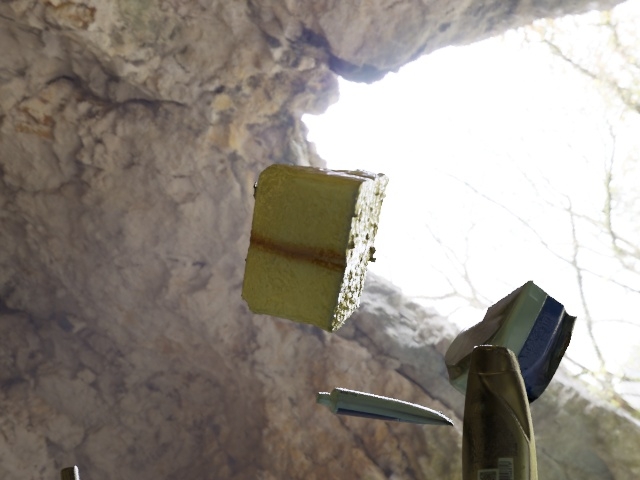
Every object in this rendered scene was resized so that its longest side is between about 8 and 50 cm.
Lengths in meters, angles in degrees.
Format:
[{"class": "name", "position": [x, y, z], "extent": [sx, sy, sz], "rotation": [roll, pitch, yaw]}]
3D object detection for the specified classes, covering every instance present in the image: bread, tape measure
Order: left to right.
[{"class": "bread", "position": [0.000, 0.000, 1.153], "extent": [0.236, 0.198, 0.264], "rotation": [-18, -58, -64]}, {"class": "tape measure", "position": [0.400, 0.241, 1.479], "extent": [0.259, 0.138, 0.262], "rotation": [-47, 1, -37]}]

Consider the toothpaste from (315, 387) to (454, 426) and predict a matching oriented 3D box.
[{"class": "toothpaste", "position": [0.120, 0.319, 1.276], "extent": [0.268, 0.047, 0.069], "rotation": [11, -30, -12]}]

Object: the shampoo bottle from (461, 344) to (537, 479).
[{"class": "shampoo bottle", "position": [0.313, 0.352, 1.187], "extent": [0.084, 0.125, 0.350], "rotation": [43, -139, -39]}]

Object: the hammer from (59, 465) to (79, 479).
[{"class": "hammer", "position": [-0.272, 0.448, 0.775], "extent": [0.043, 0.365, 0.111], "rotation": [-2, -31, -26]}]
